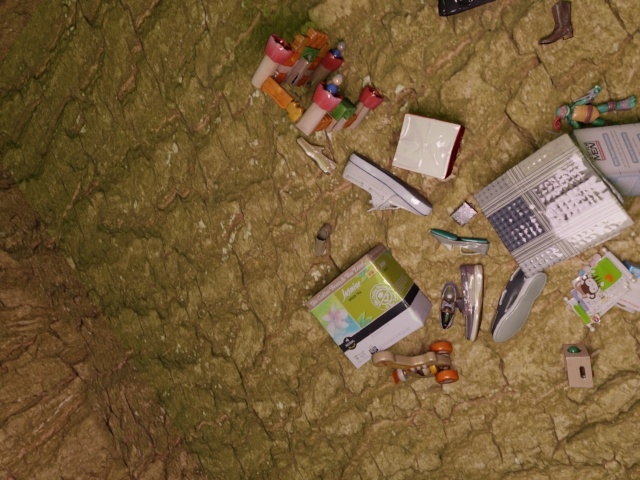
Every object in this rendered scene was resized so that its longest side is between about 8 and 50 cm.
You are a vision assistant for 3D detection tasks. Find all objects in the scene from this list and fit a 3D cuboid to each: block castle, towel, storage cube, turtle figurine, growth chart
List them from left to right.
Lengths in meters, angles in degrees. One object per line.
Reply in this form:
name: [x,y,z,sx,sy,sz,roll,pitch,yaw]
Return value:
block castle: [0.013,-0.532,1.496,0.303,0.453,0.213,46,121,8]
storage cube: [0.368,-0.322,1.536,0.215,0.193,0.183,19,108,16]
towel: [0.655,-0.094,1.291,0.324,0.056,0.312,-38,77,36]
turtle figurine: [0.823,-0.389,1.383,0.235,0.118,0.175,5,119,5]
growth chart: [0.901,0.155,1.466,0.237,0.021,0.171,-66,31,28]

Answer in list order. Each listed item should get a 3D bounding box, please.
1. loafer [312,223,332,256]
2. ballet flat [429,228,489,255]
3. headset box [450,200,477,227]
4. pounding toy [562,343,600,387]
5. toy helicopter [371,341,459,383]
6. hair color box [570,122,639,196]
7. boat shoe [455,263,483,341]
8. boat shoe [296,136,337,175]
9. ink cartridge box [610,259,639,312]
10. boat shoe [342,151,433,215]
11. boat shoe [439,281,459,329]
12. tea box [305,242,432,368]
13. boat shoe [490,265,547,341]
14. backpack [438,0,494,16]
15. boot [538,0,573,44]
loafer: [0.000,0.000,1.830,0.056,0.050,0.147,23,109,16]
ballet flat: [0.496,0.013,1.625,0.214,0.072,0.068,13,110,18]
headset box: [0.517,-0.098,1.613,0.062,0.032,0.083,45,112,7]
pounding toy: [0.886,0.412,1.523,0.100,0.130,0.141,-8,98,23]
toy helicopter: [0.324,0.464,1.681,0.235,0.355,0.140,-39,43,42]
hair color box: [0.934,-0.235,1.288,0.375,0.113,0.185,-4,58,10]
boat shoe: [0.542,0.224,1.640,0.093,0.103,0.284,5,99,26]
boat shoe: [-0.011,-0.344,1.759,0.190,0.068,0.072,45,101,-3]
ink cartridge box: [0.996,0.151,1.444,0.092,0.090,0.143,26,111,15]
boat shoe: [0.227,-0.167,1.658,0.367,0.136,0.156,36,112,14]
boat shoe: [0.482,0.250,1.683,0.066,0.066,0.183,5,103,21]
tea box: [0.186,0.244,1.716,0.329,0.220,0.323,-42,84,24]
boat shoe: [0.683,0.220,1.588,0.115,0.091,0.302,15,112,-28]
backpack: [0.468,-0.912,1.356,0.291,0.273,0.355,-11,119,26]
boot: [0.727,-0.678,1.400,0.107,0.037,0.114,-11,101,10]
